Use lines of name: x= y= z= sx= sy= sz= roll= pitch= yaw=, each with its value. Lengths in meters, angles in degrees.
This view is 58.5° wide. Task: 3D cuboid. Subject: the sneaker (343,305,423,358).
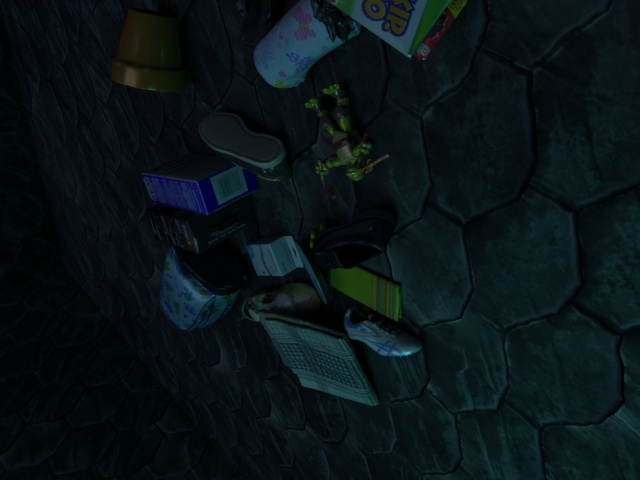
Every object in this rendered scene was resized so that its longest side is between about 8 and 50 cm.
sneaker: x=0.150 y=0.228 z=1.428 sx=0.237 sy=0.085 sz=0.086 roll=15 pitch=118 yaw=42

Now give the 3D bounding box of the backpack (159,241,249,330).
backpack: x=-0.417 y=0.153 z=1.965 sx=0.290 sy=0.273 sz=0.356 roll=45 pitch=155 yaw=10

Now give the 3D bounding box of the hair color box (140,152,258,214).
hair color box: x=-0.362 y=-0.174 z=1.684 sx=0.338 sy=0.185 sz=0.110 roll=15 pitch=127 yaw=46

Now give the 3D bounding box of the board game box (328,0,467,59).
board game box: x=0.090 y=-0.398 z=0.892 sx=0.259 sy=0.039 sz=0.124 roll=31 pitch=127 yaw=-8

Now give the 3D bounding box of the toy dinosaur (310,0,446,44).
toy dinosaur: x=0.083 y=-0.470 z=0.948 sx=0.322 sy=0.164 sz=0.218 roll=54 pitch=141 yaw=5

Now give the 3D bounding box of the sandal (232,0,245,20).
sandal: x=-0.164 y=-0.569 z=1.269 sx=0.089 sy=0.060 sz=0.219 roll=-16 pitch=119 yaw=28

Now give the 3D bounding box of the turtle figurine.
turtle figurine: x=0.058 y=-0.219 z=1.217 sx=0.269 sy=0.087 sz=0.218 roll=-19 pitch=91 yaw=63

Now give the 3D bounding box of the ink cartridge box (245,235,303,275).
ink cartridge box: x=-0.136 y=0.045 z=1.665 sx=0.180 sy=0.060 sz=0.104 roll=-4 pitch=110 yaw=54

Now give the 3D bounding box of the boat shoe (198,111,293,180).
boat shoe: x=-0.199 y=-0.245 z=1.499 sx=0.324 sy=0.117 sz=0.097 roll=29 pitch=163 yaw=35

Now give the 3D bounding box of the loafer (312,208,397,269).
loafer: x=0.063 y=0.021 z=1.343 sx=0.109 sy=0.095 sz=0.302 roll=25 pitch=149 yaw=-22

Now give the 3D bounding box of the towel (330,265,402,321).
towel: x=0.112 y=0.114 z=1.448 sx=0.237 sy=0.021 sz=0.102 roll=25 pitch=127 yaw=41

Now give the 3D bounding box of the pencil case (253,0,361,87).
pencil case: x=-0.030 y=-0.413 z=1.165 sx=0.124 sy=0.113 sz=0.273 roll=54 pitch=146 yaw=-9

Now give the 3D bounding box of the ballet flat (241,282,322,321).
ballet flat: x=-0.130 y=0.201 z=1.726 sx=0.348 sy=0.123 sz=0.123 roll=-11 pitch=106 yaw=53

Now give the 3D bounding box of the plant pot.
plant pot: x=-0.466 y=-0.529 z=1.570 sx=0.205 sy=0.205 sz=0.188 roll=31 pitch=120 yaw=35

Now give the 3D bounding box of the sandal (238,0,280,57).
sandal: x=-0.129 y=-0.514 z=1.225 sx=0.097 sy=0.055 sz=0.255 roll=12 pitch=128 yaw=5

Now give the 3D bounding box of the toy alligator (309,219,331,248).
toy alligator: x=0.000 y=0.000 z=1.482 sx=0.190 sy=0.056 sz=0.051 roll=93 pitch=174 yaw=-55

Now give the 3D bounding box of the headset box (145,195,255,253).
headset box: x=-0.355 y=-0.070 z=1.722 sx=0.293 sy=0.218 sz=0.110 roll=13 pitch=125 yaw=46

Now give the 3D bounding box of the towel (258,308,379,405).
towel: x=-0.013 y=0.339 z=1.630 sx=0.324 sy=0.056 sz=0.312 roll=10 pitch=139 yaw=38

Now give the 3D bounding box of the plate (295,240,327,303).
plate: x=-0.018 y=0.082 z=1.530 sx=0.188 sy=0.024 sz=0.188 roll=63 pitch=175 yaw=10
